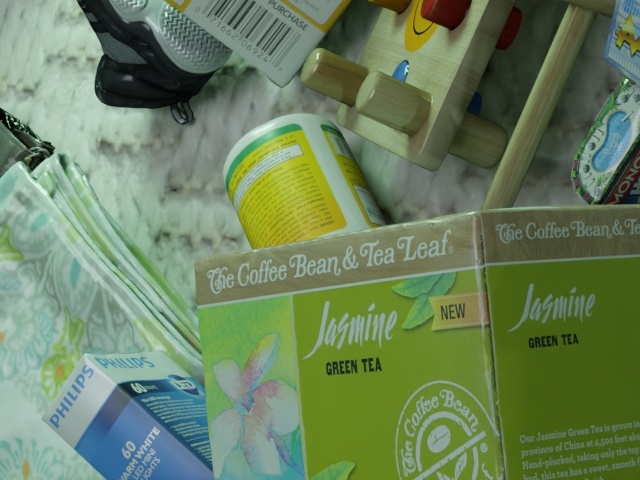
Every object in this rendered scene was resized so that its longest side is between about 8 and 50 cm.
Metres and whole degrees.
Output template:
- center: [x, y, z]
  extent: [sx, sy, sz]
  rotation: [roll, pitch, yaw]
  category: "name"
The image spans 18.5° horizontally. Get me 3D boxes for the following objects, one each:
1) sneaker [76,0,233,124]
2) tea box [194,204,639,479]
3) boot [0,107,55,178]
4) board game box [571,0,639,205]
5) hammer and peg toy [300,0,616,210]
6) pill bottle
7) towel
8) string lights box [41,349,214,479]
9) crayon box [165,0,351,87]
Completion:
- center: [-0.208, -0.225, 1.933]
  extent: [0.268, 0.101, 0.153]
  rotation: [42, 141, 11]
  category: "sneaker"
- center: [0.097, 0.149, 1.421]
  extent: [0.329, 0.220, 0.324]
  rotation: [-11, 83, 51]
  category: "tea box"
- center: [-0.351, -0.010, 2.071]
  extent: [0.229, 0.091, 0.263]
  rotation: [-52, 51, 12]
  category: "boot"
- center: [0.259, -0.107, 1.448]
  extent: [0.060, 0.194, 0.194]
  rotation: [42, 106, 39]
  category: "board game box"
- center: [0.110, -0.177, 1.567]
  extent: [0.266, 0.127, 0.361]
  rotation: [-66, 18, 5]
  category: "hammer and peg toy"
- center: [0.000, 0.000, 1.713]
  extent: [0.117, 0.117, 0.208]
  rotation: [-44, 51, 24]
  category: "pill bottle"
- center: [-0.277, 0.146, 1.888]
  extent: [0.374, 0.090, 0.320]
  rotation: [-50, 66, 20]
  category: "towel"
- center: [-0.097, 0.199, 1.669]
  extent: [0.259, 0.133, 0.077]
  rotation: [39, 105, 22]
  category: "string lights box"
- center: [-0.016, -0.327, 1.776]
  extent: [0.323, 0.203, 0.083]
  rotation: [-51, 10, 19]
  category: "crayon box"
